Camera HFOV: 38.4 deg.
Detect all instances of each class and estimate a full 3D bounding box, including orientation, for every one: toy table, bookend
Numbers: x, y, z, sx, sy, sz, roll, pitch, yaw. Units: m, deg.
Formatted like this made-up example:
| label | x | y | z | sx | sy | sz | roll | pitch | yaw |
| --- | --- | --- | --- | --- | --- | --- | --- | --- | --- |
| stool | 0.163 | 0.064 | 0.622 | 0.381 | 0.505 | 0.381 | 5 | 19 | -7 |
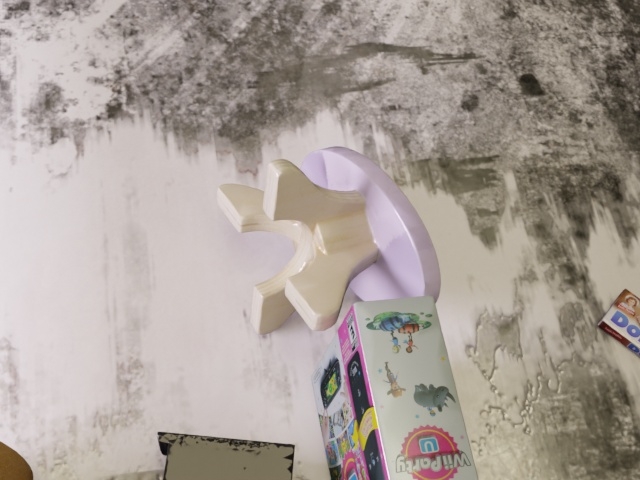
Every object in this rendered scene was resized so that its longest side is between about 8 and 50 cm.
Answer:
| label | x | y | z | sx | sy | sz | roll | pitch | yaw |
| --- | --- | --- | --- | --- | --- | --- | --- | --- | --- |
| toy table | 0.000 | 0.000 | 1.118 | 0.160 | 0.252 | 0.274 | -16 | 34 | -28 |
| bookend | -0.113 | 0.305 | 1.027 | 0.156 | 0.072 | 0.157 | 6 | 63 | -4 |

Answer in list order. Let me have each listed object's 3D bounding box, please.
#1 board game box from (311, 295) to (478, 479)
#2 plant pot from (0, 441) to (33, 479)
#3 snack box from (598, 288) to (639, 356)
| label | x | y | z | sx | sy | sz | roll | pitch | yaw |
| --- | --- | --- | --- | --- | --- | --- | --- | --- | --- |
| board game box | 0.081 | 0.244 | 0.998 | 0.097 | 0.224 | 0.303 | -5 | 63 | -15 |
| plant pot | -0.392 | 0.325 | 0.911 | 0.237 | 0.237 | 0.254 | 18 | 47 | 2 |
| snack box | 0.459 | 0.143 | 1.218 | 0.178 | 0.022 | 0.064 | 38 | 65 | 12 |
